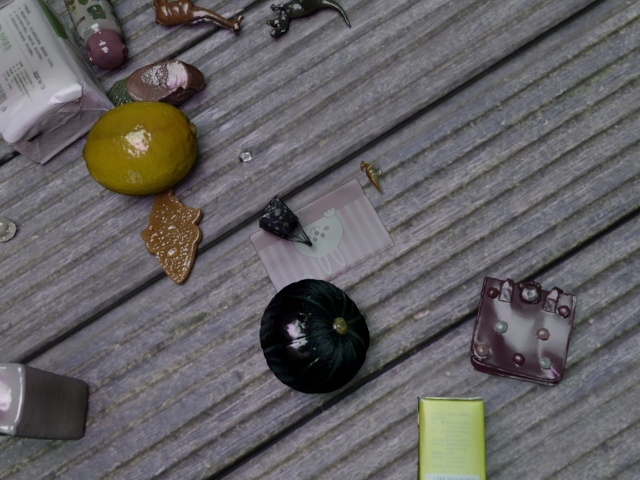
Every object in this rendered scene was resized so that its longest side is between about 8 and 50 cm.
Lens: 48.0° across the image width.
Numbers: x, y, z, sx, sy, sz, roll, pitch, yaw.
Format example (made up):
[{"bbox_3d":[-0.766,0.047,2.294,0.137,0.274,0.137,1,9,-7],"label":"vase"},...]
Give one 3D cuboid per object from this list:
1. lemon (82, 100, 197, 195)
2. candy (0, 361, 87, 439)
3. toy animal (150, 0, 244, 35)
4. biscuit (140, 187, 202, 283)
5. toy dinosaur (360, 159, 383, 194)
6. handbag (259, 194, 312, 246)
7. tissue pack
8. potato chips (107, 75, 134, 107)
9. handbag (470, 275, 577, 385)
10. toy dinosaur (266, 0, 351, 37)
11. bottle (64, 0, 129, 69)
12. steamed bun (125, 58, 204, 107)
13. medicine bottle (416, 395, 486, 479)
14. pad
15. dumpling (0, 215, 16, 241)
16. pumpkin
[{"bbox_3d":[-0.432,-0.221,1.736,0.263,0.236,0.235,-26,68,30],"label":"lemon"},{"bbox_3d":[-0.657,0.346,1.536,0.208,0.358,0.145,2,74,7],"label":"candy"},{"bbox_3d":[-0.335,-0.619,1.923,0.224,0.066,0.229,-24,78,6],"label":"toy animal"},{"bbox_3d":[-0.361,-0.011,1.761,0.162,0.035,0.250,-15,71,10],"label":"biscuit"},{"bbox_3d":[0.133,-0.157,1.723,0.041,0.026,0.113,-37,62,4],"label":"toy dinosaur"},{"bbox_3d":[-0.076,-0.029,1.679,0.139,0.115,0.072,39,78,3],"label":"handbag"},{"bbox_3d":[-0.733,-0.416,1.859,0.266,0.194,0.356,-34,70,5],"label":"tissue pack"},{"bbox_3d":[-0.531,-0.345,1.896,0.092,0.028,0.207,11,74,14],"label":"potato chips"},{"bbox_3d":[0.435,0.190,1.543,0.203,0.074,0.216,12,75,12],"label":"handbag"},{"bbox_3d":[-0.040,-0.581,1.889,0.187,0.087,0.179,-39,107,13],"label":"toy dinosaur"},{"bbox_3d":[-0.598,-0.572,1.927,0.120,0.120,0.253,-25,70,1],"label":"bottle"},{"bbox_3d":[-0.388,-0.388,1.823,0.175,0.145,0.106,-18,86,12],"label":"steamed bun"},{"bbox_3d":[0.263,0.445,1.461,0.141,0.137,0.250,0,73,11],"label":"medicine bottle"},{"bbox_3d":[0.000,0.000,1.710,0.300,0.005,0.202,-28,70,0],"label":"pad"},{"bbox_3d":[-0.819,-0.031,1.845,0.076,0.057,0.052,-1,33,-17],"label":"dumpling"},{"bbox_3d":[-0.034,0.216,1.553,0.248,0.248,0.248,-3,73,9],"label":"pumpkin"}]
